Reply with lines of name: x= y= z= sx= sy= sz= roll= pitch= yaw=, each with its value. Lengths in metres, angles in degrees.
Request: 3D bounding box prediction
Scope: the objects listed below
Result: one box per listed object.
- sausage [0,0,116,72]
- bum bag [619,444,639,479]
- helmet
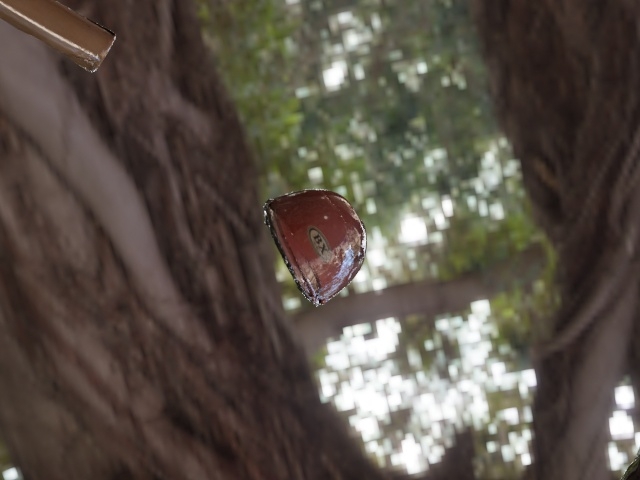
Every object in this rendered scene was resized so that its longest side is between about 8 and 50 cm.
sausage: x=-0.161 y=-0.127 z=0.988 sx=0.026 sy=0.116 sz=0.026 roll=-49 pitch=-158 yaw=27
bum bag: x=0.297 y=0.139 z=1.234 sx=0.232 sy=0.060 sz=0.107 roll=-18 pitch=-132 yaw=22
helmet: x=0.001 y=0.000 z=1.031 sx=0.049 sy=0.065 sz=0.084 roll=-26 pitch=-172 yaw=-2
